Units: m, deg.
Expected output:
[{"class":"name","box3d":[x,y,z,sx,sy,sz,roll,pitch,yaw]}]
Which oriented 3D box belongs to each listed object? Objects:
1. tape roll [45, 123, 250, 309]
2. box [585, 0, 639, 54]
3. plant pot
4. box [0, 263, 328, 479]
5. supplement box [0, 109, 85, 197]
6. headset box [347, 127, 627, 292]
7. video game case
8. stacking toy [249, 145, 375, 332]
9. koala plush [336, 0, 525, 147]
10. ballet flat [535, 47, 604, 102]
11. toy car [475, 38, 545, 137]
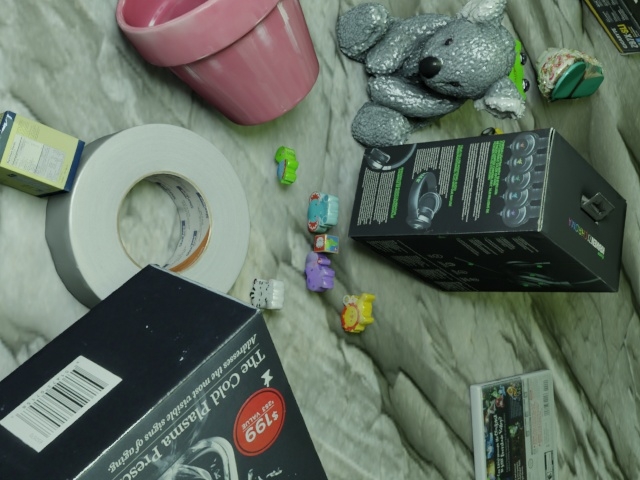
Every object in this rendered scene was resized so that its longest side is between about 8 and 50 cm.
[{"class":"tape roll","box3d":[-0.188,-0.017,1.010,0.219,0.072,0.219,2,87,-36]},{"class":"box","box3d":[0.515,-0.520,1.539,0.322,0.079,0.257,42,72,-32]},{"class":"plant pot","box3d":[-0.098,-0.237,1.026,0.201,0.201,0.180,-58,135,-24]},{"class":"box","box3d":[-0.182,0.257,0.883,0.343,0.179,0.312,-42,132,-30]},{"class":"supplement box","box3d":[-0.299,-0.085,0.920,0.083,0.083,0.056,23,74,-35]},{"class":"headset box","box3d":[0.226,-0.027,1.158,0.246,0.283,0.131,28,67,-46]},{"class":"video game case","box3d":[0.300,0.304,1.397,0.173,0.022,0.190,-4,91,-38]},{"class":"stacking toy","box3d":[0.000,0.000,1.169,0.167,0.052,0.221,13,79,-38]},{"class":"koala plush","box3d":[0.169,-0.236,1.196,0.203,0.221,0.196,-15,96,-37]},{"class":"ballet flat","box3d":[0.374,-0.262,1.410,0.077,0.091,0.241,45,22,18]},{"class":"toy car","box3d":[0.286,-0.194,1.388,0.239,0.053,0.224,-7,92,-38]}]
